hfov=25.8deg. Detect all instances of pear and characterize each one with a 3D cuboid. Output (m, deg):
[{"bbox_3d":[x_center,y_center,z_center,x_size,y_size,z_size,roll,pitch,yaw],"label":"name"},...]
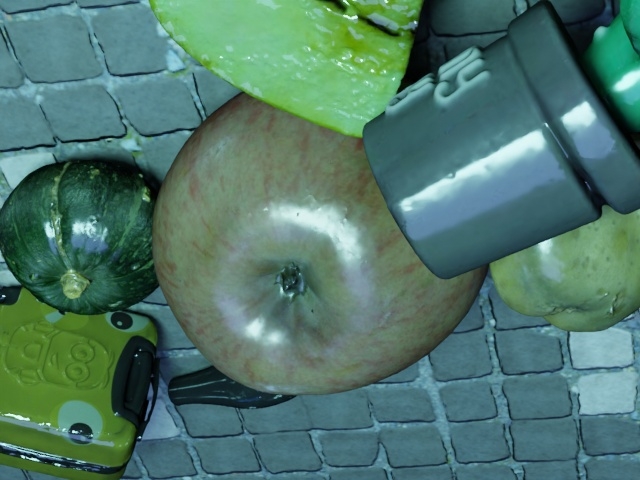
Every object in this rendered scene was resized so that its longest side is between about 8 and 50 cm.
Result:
[{"bbox_3d":[-0.026,-0.261,1.171,0.281,0.176,0.286,14,134,-1],"label":"pear"}]

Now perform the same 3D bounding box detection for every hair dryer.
[{"bbox_3d":[-0.130,0.110,1.641,0.195,0.075,0.219,-11,122,30],"label":"hair dryer"}]

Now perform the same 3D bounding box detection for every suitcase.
[{"bbox_3d":[-0.309,0.172,1.621,0.234,0.194,0.143,14,143,-6],"label":"suitcase"}]

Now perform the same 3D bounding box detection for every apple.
[{"bbox_3d":[0.000,0.000,1.352,0.344,0.269,0.345,5,135,5],"label":"apple"}]

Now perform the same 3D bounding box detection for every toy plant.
[{"bbox_3d":[0.232,-0.127,1.096,0.400,0.185,0.279,-29,137,14],"label":"toy plant"}]

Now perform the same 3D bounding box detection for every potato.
[{"bbox_3d":[0.268,-0.048,1.299,0.191,0.141,0.296,41,82,-32],"label":"potato"}]

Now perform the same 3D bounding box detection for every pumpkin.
[{"bbox_3d":[-0.246,-0.003,1.471,0.190,0.146,0.190,19,153,10],"label":"pumpkin"}]
